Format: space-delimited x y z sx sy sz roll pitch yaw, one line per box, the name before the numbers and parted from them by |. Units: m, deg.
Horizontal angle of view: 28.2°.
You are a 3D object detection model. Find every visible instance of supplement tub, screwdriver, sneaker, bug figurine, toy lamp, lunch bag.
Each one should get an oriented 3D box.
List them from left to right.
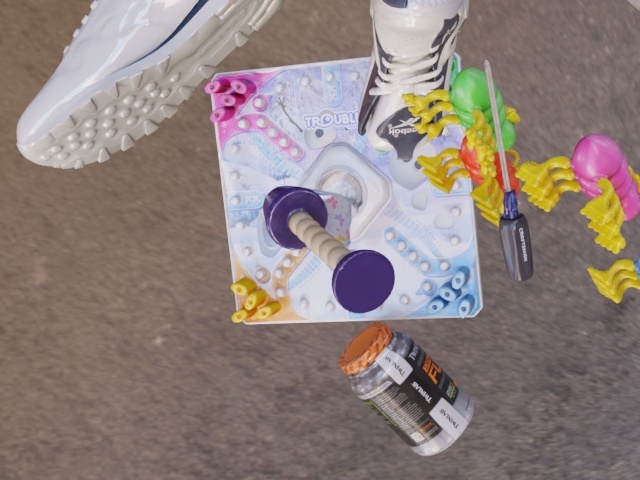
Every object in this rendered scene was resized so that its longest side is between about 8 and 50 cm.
sneaker | -0.131 -0.147 0.914 0.235 0.090 0.095 -41 75 -4
lunch bag | -0.002 -0.024 1.610 0.083 0.053 0.071 8 71 -14
toy lamp | 0.000 0.000 1.442 0.080 0.080 0.274 -55 30 5
supplement tub | 0.123 0.214 1.865 0.117 0.117 0.190 -42 104 10
sneaker | 0.086 -0.153 1.212 0.094 0.235 0.153 1 92 -5
screwdriver | 0.137 -0.049 0.922 0.025 0.024 0.170 -4 111 8
bug figurine | 0.184 -0.039 0.987 0.072 0.216 0.279 -48 53 -7

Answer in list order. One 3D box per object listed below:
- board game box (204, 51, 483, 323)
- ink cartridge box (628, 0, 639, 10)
board game box | 0.028 -0.068 1.879 0.390 0.050 0.390 -3 99 21
ink cartridge box | 0.425 -0.272 1.472 0.127 0.175 0.072 41 103 6
